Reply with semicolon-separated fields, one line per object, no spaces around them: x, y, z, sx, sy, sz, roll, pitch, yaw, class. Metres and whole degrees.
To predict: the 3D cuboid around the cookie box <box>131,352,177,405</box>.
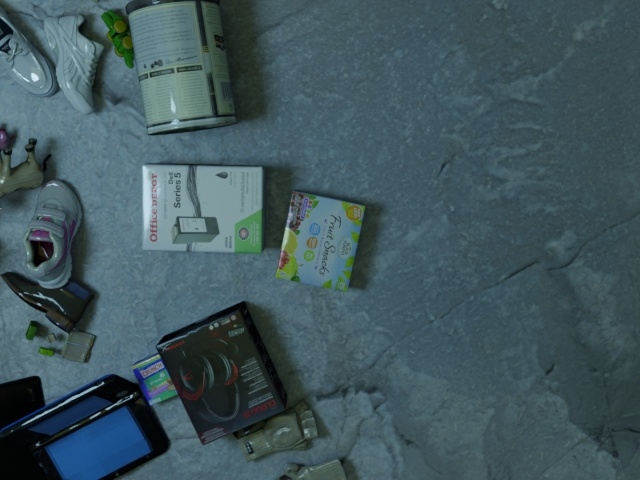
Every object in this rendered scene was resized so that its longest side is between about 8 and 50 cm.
-0.388;0.328;1.749;0.091;0.040;0.107;-24;95;3;cookie box

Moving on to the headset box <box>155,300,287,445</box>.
-0.221;0.323;1.714;0.218;0.110;0.293;-23;96;2;headset box

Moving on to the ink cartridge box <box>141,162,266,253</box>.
-0.264;-0.075;1.665;0.272;0.115;0.198;1;97;0;ink cartridge box

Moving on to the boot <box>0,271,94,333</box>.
-0.644;0.118;1.723;0.219;0.082;0.106;35;69;6;boot

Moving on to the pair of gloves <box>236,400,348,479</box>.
-0.067;0.532;1.774;0.204;0.042;0.240;-30;94;7;pair of gloves

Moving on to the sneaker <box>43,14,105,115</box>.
-0.538;-0.402;1.642;0.115;0.090;0.232;-15;97;-2;sneaker

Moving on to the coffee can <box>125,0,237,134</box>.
-0.300;-0.379;1.585;0.201;0.201;0.275;-8;97;1;coffee can

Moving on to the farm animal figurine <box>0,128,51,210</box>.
-0.807;-0.128;1.590;0.330;0.327;0.172;12;121;3;farm animal figurine

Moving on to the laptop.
-0.887;0.542;1.786;0.407;0.236;0.382;-11;98;-27;laptop

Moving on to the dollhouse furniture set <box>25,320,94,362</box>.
-0.627;0.239;1.748;0.151;0.058;0.076;19;89;-22;dollhouse furniture set

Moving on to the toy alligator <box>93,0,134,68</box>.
-0.457;-0.483;1.652;0.051;0.056;0.190;-31;96;-39;toy alligator

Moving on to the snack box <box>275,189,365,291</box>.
0.000;0.000;1.697;0.174;0.070;0.207;12;98;-1;snack box

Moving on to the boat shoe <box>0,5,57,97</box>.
-0.700;-0.431;1.637;0.095;0.084;0.258;-42;95;4;boat shoe

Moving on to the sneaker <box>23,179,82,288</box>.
-0.613;-0.022;1.658;0.103;0.111;0.252;-2;77;0;sneaker

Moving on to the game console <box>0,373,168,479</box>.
-0.541;0.464;1.691;0.293;0.250;0.173;-28;70;-4;game console
